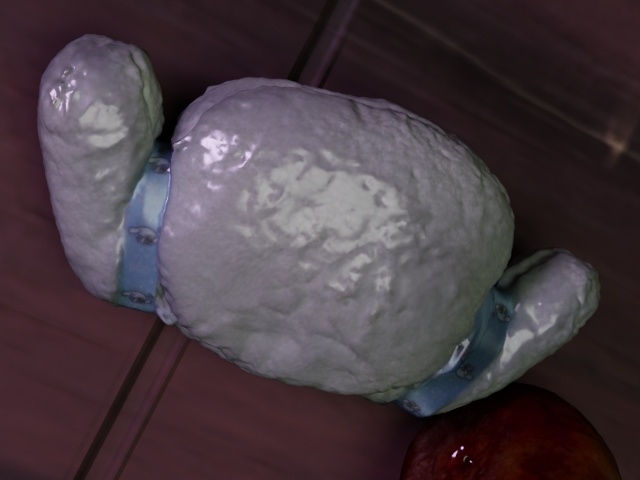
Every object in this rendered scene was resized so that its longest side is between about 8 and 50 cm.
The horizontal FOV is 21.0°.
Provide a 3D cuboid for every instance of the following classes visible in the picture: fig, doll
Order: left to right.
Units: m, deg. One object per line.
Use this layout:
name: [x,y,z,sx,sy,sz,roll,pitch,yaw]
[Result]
doll: [0.000,0.000,0.576,0.214,0.071,0.103,21,96,-22]
fig: [0.083,0.111,0.644,0.089,0.089,0.125,-48,130,-2]
